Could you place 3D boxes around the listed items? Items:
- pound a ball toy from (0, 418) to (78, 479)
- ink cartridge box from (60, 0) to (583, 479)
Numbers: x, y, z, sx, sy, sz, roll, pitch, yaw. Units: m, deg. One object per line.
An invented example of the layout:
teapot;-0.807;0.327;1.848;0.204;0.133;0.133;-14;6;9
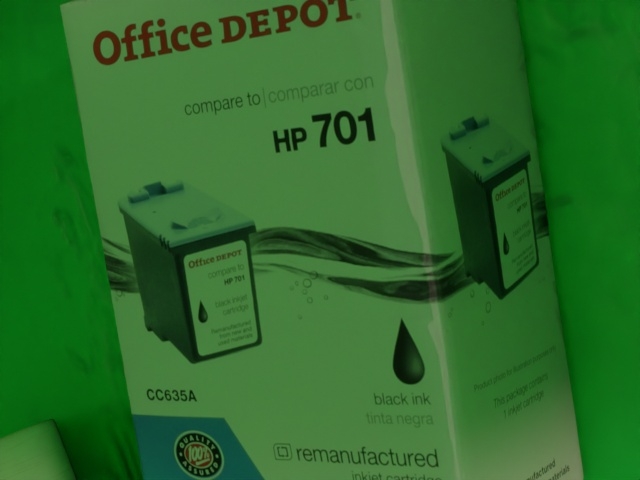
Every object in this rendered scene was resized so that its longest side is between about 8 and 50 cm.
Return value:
pound a ball toy;-0.087;0.233;0.519;0.208;0.135;0.319;141;108;-77
ink cartridge box;0.000;0.000;0.465;0.139;0.082;0.191;-5;99;36
